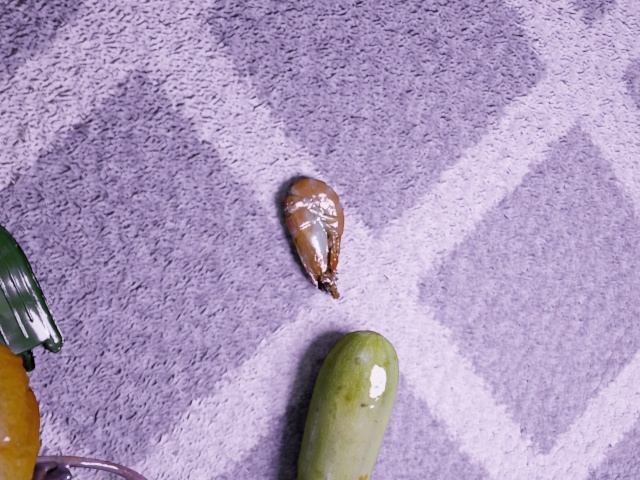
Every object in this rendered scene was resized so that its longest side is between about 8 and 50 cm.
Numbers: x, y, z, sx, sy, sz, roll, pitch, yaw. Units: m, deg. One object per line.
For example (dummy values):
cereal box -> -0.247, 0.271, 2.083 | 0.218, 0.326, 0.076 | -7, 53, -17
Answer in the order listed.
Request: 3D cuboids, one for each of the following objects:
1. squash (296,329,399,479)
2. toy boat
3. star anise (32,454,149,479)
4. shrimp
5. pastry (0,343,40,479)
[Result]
squash -> 0.024, 0.306, 1.159 | 0.119, 0.118, 0.370 | 13, 96, -23
toy boat -> -0.398, 0.069, 0.992 | 0.104, 0.052, 0.210 | -24, 104, -15
star anise -> -0.421, 0.386, 0.993 | 0.360, 0.139, 0.315 | 27, 94, -38
shrimp -> 0.000, 0.000, 1.147 | 0.092, 0.043, 0.183 | -15, 101, -23
pastry -> -0.475, 0.222, 0.852 | 0.356, 0.163, 0.355 | 9, 53, -12
